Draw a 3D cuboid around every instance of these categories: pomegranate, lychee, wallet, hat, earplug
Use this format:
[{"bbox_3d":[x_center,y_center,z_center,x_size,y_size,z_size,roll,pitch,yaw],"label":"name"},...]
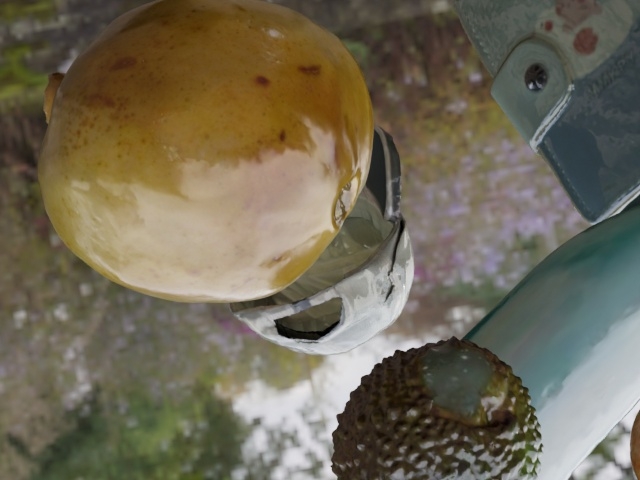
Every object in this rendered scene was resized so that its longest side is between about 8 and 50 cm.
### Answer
[{"bbox_3d":[-0.077,-0.061,1.082,0.233,0.233,0.233,-11,-179,0],"label":"pomegranate"},{"bbox_3d":[0.085,0.159,1.196,0.171,0.171,0.171,-11,-179,0],"label":"lychee"},{"bbox_3d":[0.295,-0.209,1.735,0.083,0.360,0.252,1,141,-51],"label":"wallet"},{"bbox_3d":[-0.002,-0.009,1.710,0.232,0.275,0.161,-17,156,12],"label":"hat"},{"bbox_3d":[0.213,0.093,1.387,0.324,0.185,0.185,-49,170,15],"label":"earplug"}]

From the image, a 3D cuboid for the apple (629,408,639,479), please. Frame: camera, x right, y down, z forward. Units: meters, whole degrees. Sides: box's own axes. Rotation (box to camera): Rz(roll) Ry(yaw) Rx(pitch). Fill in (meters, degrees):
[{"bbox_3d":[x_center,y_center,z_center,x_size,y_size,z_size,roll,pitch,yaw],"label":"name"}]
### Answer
[{"bbox_3d":[0.411,0.220,1.724,0.146,0.146,0.131,-12,168,-32],"label":"apple"}]
